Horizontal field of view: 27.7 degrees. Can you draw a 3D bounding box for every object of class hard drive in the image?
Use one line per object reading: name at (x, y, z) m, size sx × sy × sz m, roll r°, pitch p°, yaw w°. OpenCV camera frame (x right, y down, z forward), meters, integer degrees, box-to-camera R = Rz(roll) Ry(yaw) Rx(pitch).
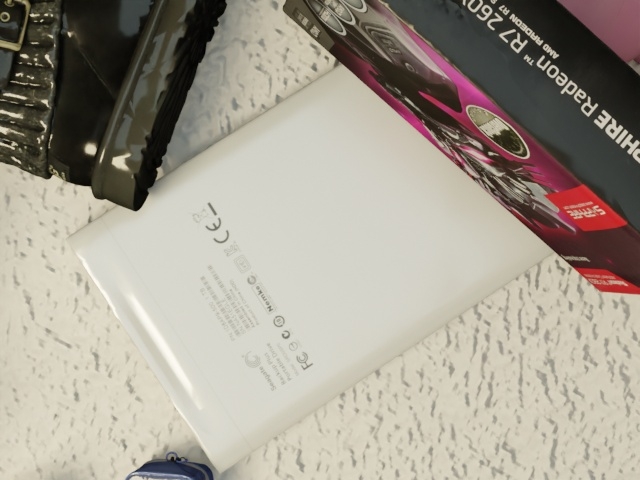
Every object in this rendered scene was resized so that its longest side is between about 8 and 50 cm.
hard drive at (0.000, 0.000, 1.094) m, size 0.353 × 0.047 × 0.233 m, roll -33°, pitch 94°, yaw -6°

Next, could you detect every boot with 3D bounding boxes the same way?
boot at (-0.214, -0.212, 1.028) m, size 0.260 × 0.131 × 0.348 m, roll 19°, pitch 78°, yaw 3°

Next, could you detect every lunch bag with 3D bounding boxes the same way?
lunch bag at (-0.125, 0.224, 1.068) m, size 0.067 × 0.065 × 0.098 m, roll 6°, pitch 90°, yaw 8°

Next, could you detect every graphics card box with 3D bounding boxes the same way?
graphics card box at (0.145, -0.104, 0.974) m, size 0.371 × 0.233 × 0.094 m, roll 42°, pitch 85°, yaw -6°

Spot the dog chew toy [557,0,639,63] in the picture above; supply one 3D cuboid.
dog chew toy at (0.287, -0.227, 1.062) m, size 0.332 × 0.206 × 0.206 m, roll 7°, pitch 89°, yaw -15°
